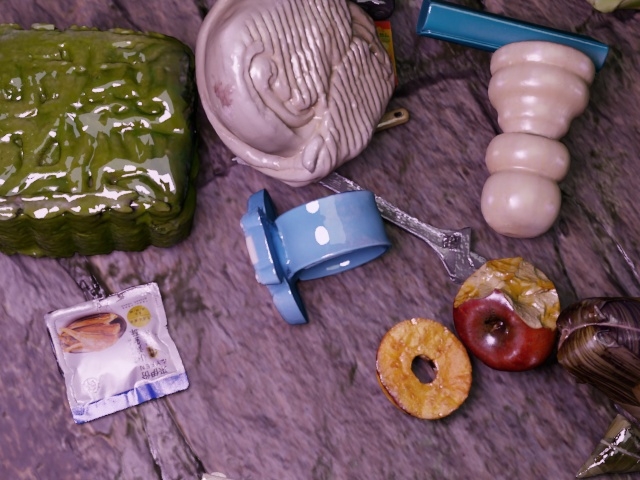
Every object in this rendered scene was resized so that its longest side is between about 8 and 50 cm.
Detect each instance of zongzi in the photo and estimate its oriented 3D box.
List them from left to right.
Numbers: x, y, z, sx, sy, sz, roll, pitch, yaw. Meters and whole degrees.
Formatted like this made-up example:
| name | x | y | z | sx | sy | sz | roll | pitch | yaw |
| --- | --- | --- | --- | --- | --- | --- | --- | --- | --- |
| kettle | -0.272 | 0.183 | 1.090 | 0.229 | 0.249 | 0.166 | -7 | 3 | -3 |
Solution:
| name | x | y | z | sx | sy | sz | roll | pitch | yaw |
| --- | --- | --- | --- | --- | --- | --- | --- | --- | --- |
| zongzi | 0.453 | 0.337 | 1.557 | 0.109 | 0.055 | 0.119 | 38 | 88 | -7 |
| zongzi | 0.477 | 0.236 | 1.491 | 0.289 | 0.154 | 0.317 | 2 | 71 | -33 |

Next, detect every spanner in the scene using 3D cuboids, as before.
| name | x | y | z | sx | sy | sz | roll | pitch | yaw |
| --- | --- | --- | --- | --- | --- | --- | --- | --- | --- |
| spanner | 0.129 | -0.029 | 1.639 | 0.325 | 0.026 | 0.093 | 29 | 70 | 3 |

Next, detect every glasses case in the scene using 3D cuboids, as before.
| name | x | y | z | sx | sy | sz | roll | pitch | yaw |
| --- | --- | --- | --- | --- | --- | --- | --- | --- | --- |
| glasses case | 0.312 | -0.334 | 1.727 | 0.301 | 0.117 | 0.070 | 14 | 107 | -4 |

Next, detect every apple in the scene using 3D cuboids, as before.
| name | x | y | z | sx | sy | sz | roll | pitch | yaw |
| --- | --- | --- | --- | --- | --- | --- | --- | --- | --- |
| apple | 0.281 | 0.111 | 1.548 | 0.156 | 0.147 | 0.158 | 9 | 26 | 27 |

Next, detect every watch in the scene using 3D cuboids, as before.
| name | x | y | z | sx | sy | sz | roll | pitch | yaw |
| --- | --- | --- | --- | --- | --- | --- | --- | --- | --- |
| watch | 0.000 | 0.000 | 1.520 | 0.193 | 0.211 | 0.210 | -19 | 75 | 4 |

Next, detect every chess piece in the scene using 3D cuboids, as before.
| name | x | y | z | sx | sy | sz | roll | pitch | yaw |
| --- | --- | --- | --- | --- | --- | --- | --- | --- | --- |
| chess piece | 0.333 | -0.148 | 1.655 | 0.167 | 0.167 | 0.299 | 12 | 77 | -5 |

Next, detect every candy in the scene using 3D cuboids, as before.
| name | x | y | z | sx | sy | sz | roll | pitch | yaw |
| --- | --- | --- | --- | --- | --- | --- | --- | --- | --- |
| candy | 0.088 | -0.300 | 1.715 | 0.062 | 0.038 | 0.121 | -3 | 72 | -10 |

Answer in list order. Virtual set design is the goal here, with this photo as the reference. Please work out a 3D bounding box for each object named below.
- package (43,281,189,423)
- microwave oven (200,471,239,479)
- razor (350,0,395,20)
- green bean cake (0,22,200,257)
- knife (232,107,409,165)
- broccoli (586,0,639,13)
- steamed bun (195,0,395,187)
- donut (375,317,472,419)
| name | x | y | z | sx | sy | sz | roll | pitch | yaw |
| --- | --- | --- | --- | --- | --- | --- | --- | --- | --- |
| package | -0.293 | 0.159 | 1.505 | 0.171 | 0.027 | 0.173 | -17 | 72 | -14 |
| microwave oven | -0.059 | 0.425 | 1.391 | 0.241 | 0.145 | 0.193 | 11 | 73 | -5 |
| razor | 0.082 | -0.443 | 1.754 | 0.090 | 0.054 | 0.148 | 6 | 70 | -7 |
| green bean cake | -0.342 | -0.151 | 1.504 | 0.335 | 0.218 | 0.319 | -3 | 72 | -12 |
| knife | 0.001 | -0.166 | 1.669 | 0.298 | 0.017 | 0.047 | -20 | 74 | -11 |
| broccoli | 0.669 | -0.508 | 1.814 | 0.397 | 0.274 | 0.353 | 12 | 50 | 16 |
| steamed bun | -0.062 | -0.242 | 1.560 | 0.310 | 0.219 | 0.324 | 47 | 52 | -32 |
| donut | 0.149 | 0.192 | 1.548 | 0.152 | 0.058 | 0.151 | 3 | 72 | -8 |
